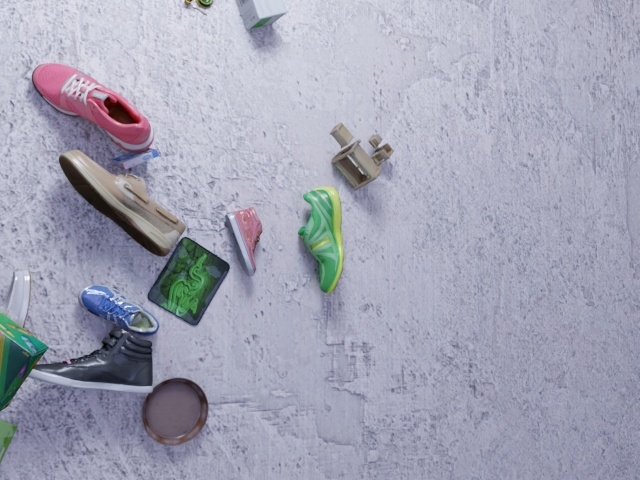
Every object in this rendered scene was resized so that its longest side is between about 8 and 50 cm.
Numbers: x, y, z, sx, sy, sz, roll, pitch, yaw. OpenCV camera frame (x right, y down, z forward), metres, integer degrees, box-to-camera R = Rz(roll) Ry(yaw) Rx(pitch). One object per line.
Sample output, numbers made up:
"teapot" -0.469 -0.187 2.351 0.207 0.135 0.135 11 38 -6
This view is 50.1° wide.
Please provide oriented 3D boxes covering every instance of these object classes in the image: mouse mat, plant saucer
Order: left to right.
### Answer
"plant saucer" -0.365 0.425 1.710 0.169 0.029 0.168 2 85 -26
"mouse mat" -0.335 0.104 1.759 0.153 0.007 0.189 34 73 -20

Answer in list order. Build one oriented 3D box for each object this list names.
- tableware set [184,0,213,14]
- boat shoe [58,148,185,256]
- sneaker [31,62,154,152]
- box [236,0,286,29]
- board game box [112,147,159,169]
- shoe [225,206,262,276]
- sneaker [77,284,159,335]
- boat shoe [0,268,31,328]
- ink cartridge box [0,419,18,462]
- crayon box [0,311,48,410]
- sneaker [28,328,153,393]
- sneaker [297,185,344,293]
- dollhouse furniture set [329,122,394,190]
"tableware set" -0.315 -0.687 1.811 0.104 0.024 0.154 27 76 -22
"boat shoe" -0.474 -0.106 1.649 0.341 0.122 0.110 47 64 -27
"sneaker" -0.527 -0.334 1.603 0.314 0.136 0.115 31 73 -7
"box" -0.162 -0.637 1.840 0.087 0.101 0.101 -24 99 -26
"board game box" -0.452 -0.203 1.673 0.090 0.090 0.020 -29 115 -25
"shoe" -0.185 0.001 1.807 0.081 0.063 0.177 -19 91 -21
"sneaker" -0.477 0.165 1.642 0.211 0.081 0.080 28 77 -21
"boat shoe" -0.712 0.193 1.515 0.096 0.098 0.276 14 82 -26
"ink cartridge box" -0.806 0.444 1.453 0.255 0.097 0.188 27 75 -21
"crayon box" -0.739 0.215 1.433 0.278 0.081 0.165 36 95 1
"sneaker" -0.529 0.273 1.603 0.296 0.105 0.146 12 79 -31
"sneaker" 0.000 0.000 1.892 0.124 0.109 0.295 -4 90 -4
"dollhouse furniture set" 0.098 -0.267 1.970 0.182 0.101 0.161 49 44 -15
